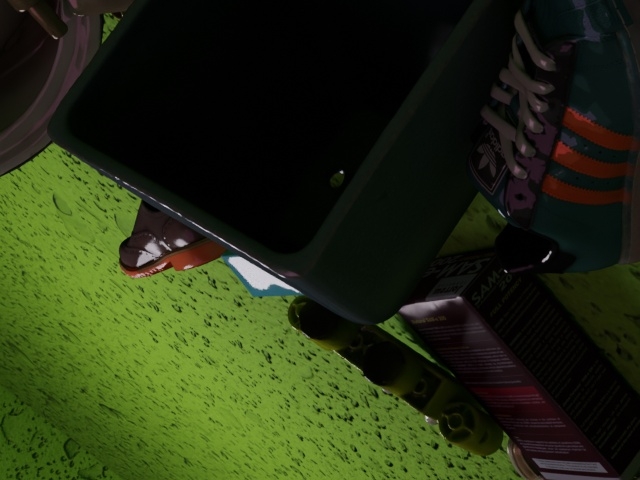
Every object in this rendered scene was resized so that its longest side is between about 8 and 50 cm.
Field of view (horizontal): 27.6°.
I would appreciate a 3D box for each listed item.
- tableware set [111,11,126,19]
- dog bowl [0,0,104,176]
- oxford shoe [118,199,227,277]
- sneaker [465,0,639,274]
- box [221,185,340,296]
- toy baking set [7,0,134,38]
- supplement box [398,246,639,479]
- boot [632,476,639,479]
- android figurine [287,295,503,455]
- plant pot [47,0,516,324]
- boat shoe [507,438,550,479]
[{"bbox_3d":[-0.151,-0.188,1.301,0.154,0.024,0.104,41,157,7],"label":"tableware set"},{"bbox_3d":[-0.396,-0.248,1.190,0.150,0.408,0.408,-95,-21,-54],"label":"dog bowl"},{"bbox_3d":[-0.185,-0.016,1.597,0.271,0.097,0.098,-12,102,58],"label":"oxford shoe"},{"bbox_3d":[0.152,-0.073,0.843,0.302,0.121,0.108,71,-177,-48],"label":"sneaker"},{"bbox_3d":[0.000,0.000,1.281,0.060,0.100,0.244,51,156,-16],"label":"box"},{"bbox_3d":[-0.194,-0.257,1.083,0.256,0.197,0.030,54,-162,-31],"label":"toy baking set"},{"bbox_3d":[0.192,0.118,1.209,0.239,0.073,0.130,48,157,-13],"label":"supplement box"},{"bbox_3d":[0.321,0.237,1.257,0.118,0.042,0.087,28,146,30],"label":"boot"},{"bbox_3d":[0.081,0.134,1.330,0.248,0.056,0.273,33,178,29],"label":"android figurine"},{"bbox_3d":[0.006,-0.080,0.980,0.248,0.247,0.252,29,171,30],"label":"plant pot"},{"bbox_3d":[0.250,0.244,1.371,0.135,0.050,0.045,43,156,-26],"label":"boat shoe"}]
